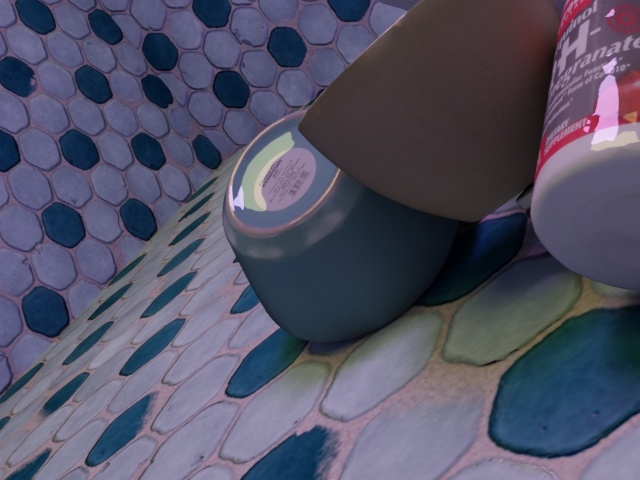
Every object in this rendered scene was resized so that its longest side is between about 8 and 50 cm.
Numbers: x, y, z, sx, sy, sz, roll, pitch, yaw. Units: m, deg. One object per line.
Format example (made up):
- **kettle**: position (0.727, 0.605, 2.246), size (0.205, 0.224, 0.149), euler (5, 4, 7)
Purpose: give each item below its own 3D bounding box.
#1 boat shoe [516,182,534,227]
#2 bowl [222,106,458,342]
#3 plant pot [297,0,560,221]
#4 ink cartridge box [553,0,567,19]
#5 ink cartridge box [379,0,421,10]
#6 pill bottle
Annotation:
- **boat shoe**: position (0.333, -0.100, 0.851), size (0.335, 0.095, 0.112), euler (-39, 1, -22)
- **bowl**: position (0.001, -0.046, 1.045), size (0.311, 0.163, 0.312), euler (-19, 51, 26)
- **plant pot**: position (0.144, -0.131, 0.848), size (0.284, 0.191, 0.284), euler (-39, 0, 0)
- **ink cartridge box**: position (0.273, -0.321, 1.062), size (0.271, 0.130, 0.310), euler (-22, 37, 35)
- **ink cartridge box**: position (0.317, -0.537, 1.589), size (0.308, 0.091, 0.385), euler (-28, -15, 36)
- **pill bottle**: position (0.280, -0.132, 0.687), size (0.176, 0.176, 0.319), euler (-24, 39, 46)
